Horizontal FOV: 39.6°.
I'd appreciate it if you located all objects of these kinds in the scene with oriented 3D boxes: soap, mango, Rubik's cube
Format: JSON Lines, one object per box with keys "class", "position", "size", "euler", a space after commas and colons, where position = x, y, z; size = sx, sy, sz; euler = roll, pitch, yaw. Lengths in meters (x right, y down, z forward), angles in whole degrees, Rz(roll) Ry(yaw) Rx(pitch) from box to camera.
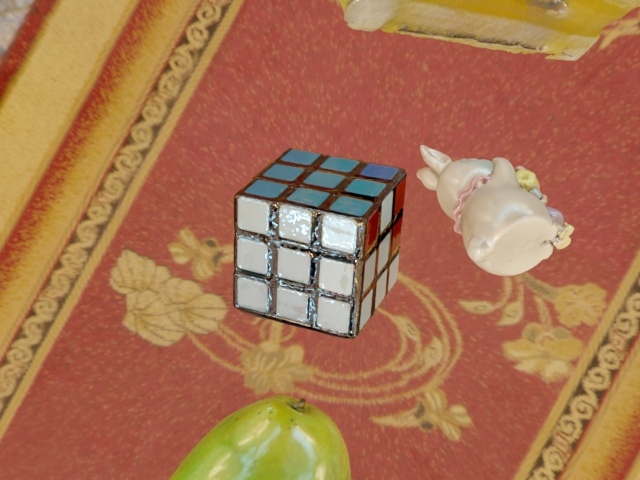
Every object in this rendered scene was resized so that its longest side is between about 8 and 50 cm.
{"class": "soap", "position": [0.111, -0.170, 0.470], "size": [0.135, 0.233, 0.076], "euler": [-43, 66, 39]}
{"class": "mango", "position": [-0.108, 0.378, 1.180], "size": [0.225, 0.201, 0.382], "euler": [36, 92, -32]}
{"class": "Rubik's cube", "position": [0.000, 0.000, 1.054], "size": [0.160, 0.162, 0.163], "euler": [12, 117, 18]}

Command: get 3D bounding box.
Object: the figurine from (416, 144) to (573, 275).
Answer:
{"class": "figurine", "position": [0.242, -0.065, 1.285], "size": [0.155, 0.127, 0.236], "euler": [-21, 45, -6]}
